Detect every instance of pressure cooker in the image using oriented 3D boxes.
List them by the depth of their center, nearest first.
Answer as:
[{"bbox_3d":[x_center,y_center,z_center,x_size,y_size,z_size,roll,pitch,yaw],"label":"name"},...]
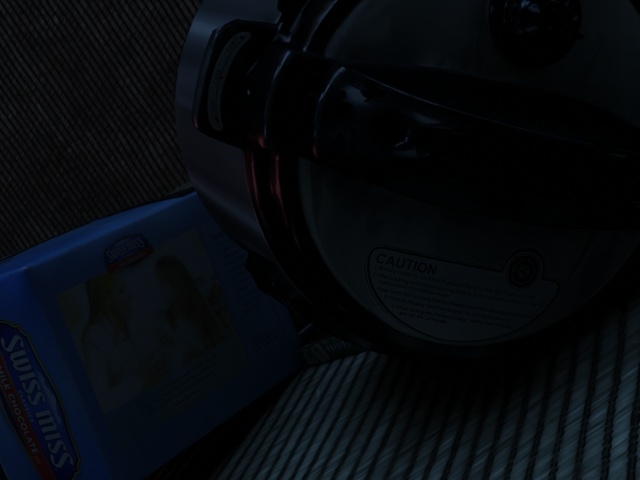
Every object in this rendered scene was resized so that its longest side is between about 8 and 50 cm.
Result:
[{"bbox_3d":[0.085,-0.099,1.162,0.370,0.375,0.420,-33,21,-11],"label":"pressure cooker"}]

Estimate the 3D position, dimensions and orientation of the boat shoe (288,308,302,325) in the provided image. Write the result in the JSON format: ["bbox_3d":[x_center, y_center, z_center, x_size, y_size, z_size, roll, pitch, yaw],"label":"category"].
[{"bbox_3d":[-0.007,-0.039,1.571,0.324,0.117,0.097,-61,28,4],"label":"boat shoe"}]

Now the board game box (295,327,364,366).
[{"bbox_3d":[0.096,0.059,1.423,0.260,0.030,0.136,-21,14,49],"label":"board game box"}]

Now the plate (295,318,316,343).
[{"bbox_3d":[-0.044,0.108,1.632,0.188,0.024,0.188,-31,11,7],"label":"plate"}]

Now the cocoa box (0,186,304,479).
[{"bbox_3d":[-0.218,0.102,1.412,0.228,0.231,0.347,-17,8,34],"label":"cocoa box"}]
